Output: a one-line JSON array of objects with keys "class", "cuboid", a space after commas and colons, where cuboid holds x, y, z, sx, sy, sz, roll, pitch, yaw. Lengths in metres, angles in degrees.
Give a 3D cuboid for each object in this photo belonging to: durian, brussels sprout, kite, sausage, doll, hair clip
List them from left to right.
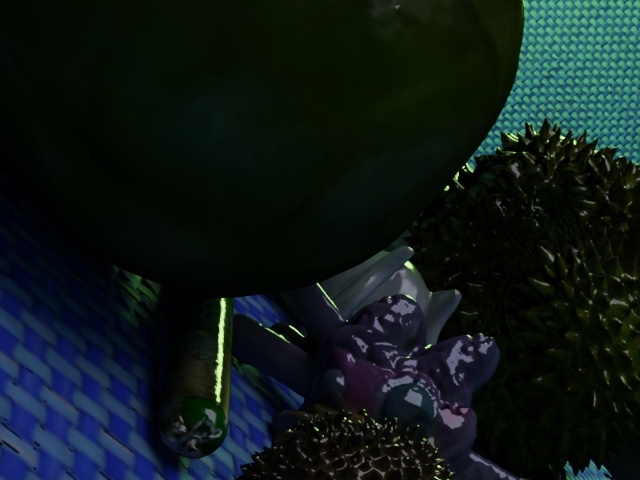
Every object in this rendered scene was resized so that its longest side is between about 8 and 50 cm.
[{"class": "sausage", "cuboid": [-0.062, 0.046, 0.635, 0.033, 0.033, 0.269, 44, 11, -15]}, {"class": "brussels sprout", "cuboid": [-0.059, -0.136, 0.649, 0.355, 0.289, 0.281, 47, -34, 22]}, {"class": "doll", "cuboid": [0.000, 0.000, 0.908, 0.188, 0.099, 0.384, 41, 6, -25]}, {"class": "durian", "cuboid": [0.011, 0.111, 0.550, 0.140, 0.071, 0.110, 12, -4, -43]}, {"class": "hair clip", "cuboid": [0.070, 0.119, 0.679, 0.278, 0.137, 0.090, 47, -25, 0]}, {"class": "kite", "cuboid": [0.202, 0.205, 1.121, 0.141, 0.015, 0.245, 47, 13, 4]}, {"class": "durian", "cuboid": [0.186, 0.049, 0.988, 0.224, 0.291, 0.291, 25, 23, -48]}]

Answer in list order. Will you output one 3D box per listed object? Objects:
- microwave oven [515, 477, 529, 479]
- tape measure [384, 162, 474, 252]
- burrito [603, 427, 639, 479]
[{"class": "microwave oven", "cuboid": [0.108, 0.199, 0.483, 0.205, 0.129, 0.163, 30, 22, -56]}, {"class": "tape measure", "cuboid": [0.105, -0.023, 1.259, 0.271, 0.133, 0.231, 20, 37, -50]}, {"class": "burrito", "cuboid": [0.277, 0.153, 1.151, 0.331, 0.135, 0.190, 34, 14, 18]}]
